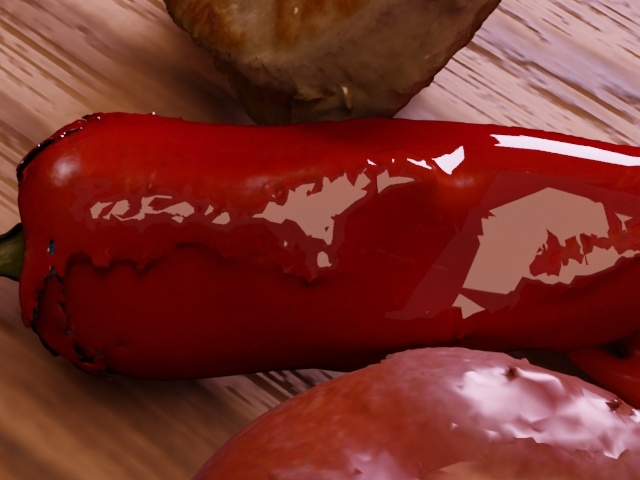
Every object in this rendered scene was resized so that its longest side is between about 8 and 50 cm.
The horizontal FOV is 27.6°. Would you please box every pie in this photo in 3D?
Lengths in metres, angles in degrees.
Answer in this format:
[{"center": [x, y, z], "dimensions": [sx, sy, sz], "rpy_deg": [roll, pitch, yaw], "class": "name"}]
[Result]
[{"center": [0.018, -0.134, 0.590], "dimensions": [0.179, 0.084, 0.205], "rpy_deg": [-40, 38, 6], "class": "pie"}]

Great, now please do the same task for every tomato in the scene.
[{"center": [0.040, 0.142, 0.397], "dimensions": [0.208, 0.184, 0.208], "rpy_deg": [6, 51, -8], "class": "tomato"}]

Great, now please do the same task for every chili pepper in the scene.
[{"center": [0.000, 0.000, 0.517], "dimensions": [0.388, 0.110, 0.110], "rpy_deg": [-2, 58, 0], "class": "chili pepper"}]

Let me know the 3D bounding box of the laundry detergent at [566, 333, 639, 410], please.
[{"center": [0.128, 0.011, 0.576], "dimensions": [0.165, 0.049, 0.097], "rpy_deg": [36, 66, 18], "class": "laundry detergent"}]
